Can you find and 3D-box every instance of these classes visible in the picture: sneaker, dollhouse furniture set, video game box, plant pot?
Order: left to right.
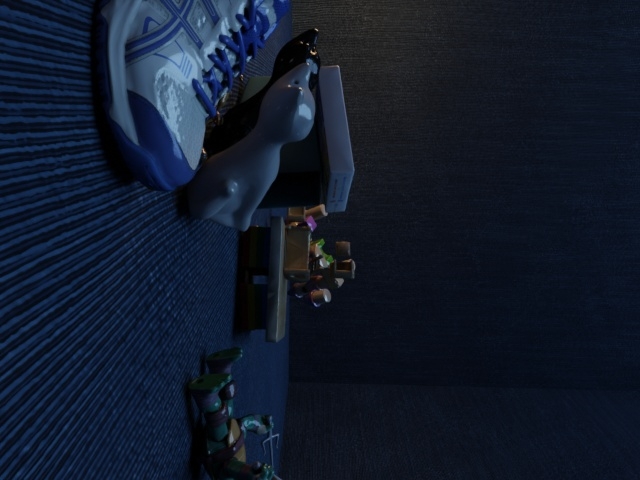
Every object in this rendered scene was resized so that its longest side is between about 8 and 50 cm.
[{"bbox_3d":[-0.093,-0.187,0.347,0.112,0.130,0.297,115,-21,-83],"label":"sneaker"},{"bbox_3d":[-0.088,-0.205,0.848,0.165,0.165,0.234,94,-8,-72],"label":"plant pot"},{"bbox_3d":[0.000,0.000,0.988,0.101,0.160,0.182,95,-3,-74],"label":"dollhouse furniture set"},{"bbox_3d":[0.021,-0.179,0.778,0.187,0.048,0.205,88,-4,-73],"label":"video game box"}]

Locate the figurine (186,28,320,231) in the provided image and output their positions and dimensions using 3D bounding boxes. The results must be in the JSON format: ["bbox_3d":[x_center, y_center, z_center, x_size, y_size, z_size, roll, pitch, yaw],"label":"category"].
[{"bbox_3d":[-0.069,-0.142,0.512,0.209,0.092,0.215,-46,-154,33],"label":"figurine"}]

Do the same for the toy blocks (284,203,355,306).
[{"bbox_3d":[-0.091,0.074,1.388,0.289,0.260,0.309,63,33,-14],"label":"toy blocks"}]

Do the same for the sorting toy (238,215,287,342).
[{"bbox_3d":[-0.128,0.096,0.960,0.257,0.089,0.256,99,-7,-80],"label":"sorting toy"}]

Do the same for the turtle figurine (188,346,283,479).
[{"bbox_3d":[-0.117,0.283,0.587,0.175,0.118,0.234,-153,-132,-73],"label":"turtle figurine"}]

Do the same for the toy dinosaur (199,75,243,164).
[{"bbox_3d":[-0.139,-0.184,0.512,0.112,0.064,0.212,-47,-153,43],"label":"toy dinosaur"}]
